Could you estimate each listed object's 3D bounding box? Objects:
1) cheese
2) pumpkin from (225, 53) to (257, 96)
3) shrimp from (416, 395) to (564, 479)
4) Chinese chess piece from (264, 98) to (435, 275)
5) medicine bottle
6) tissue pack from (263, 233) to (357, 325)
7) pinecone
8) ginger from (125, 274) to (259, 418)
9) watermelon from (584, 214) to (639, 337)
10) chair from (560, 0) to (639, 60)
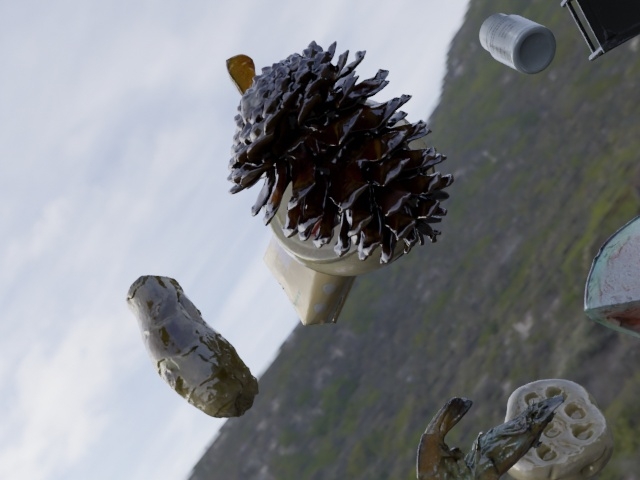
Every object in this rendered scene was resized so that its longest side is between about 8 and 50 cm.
[{"bbox_3d":[0.450,0.375,2.264,0.235,0.218,0.117,-49,-34,-29],"label":"cheese"},{"bbox_3d":[-0.033,-0.228,2.228,0.095,0.290,0.258,-52,-13,16],"label":"pumpkin"},{"bbox_3d":[0.251,0.286,1.781,0.296,0.169,0.058,-38,26,-27],"label":"shrimp"},{"bbox_3d":[0.037,-0.074,1.645,0.103,0.250,0.250,15,-66,-53],"label":"Chinese chess piece"},{"bbox_3d":[0.312,-0.318,1.896,0.080,0.080,0.130,-54,29,6],"label":"medicine bottle"},{"bbox_3d":[0.000,0.000,1.888,0.090,0.186,0.222,-3,-47,-31],"label":"tissue pack"},{"bbox_3d":[0.026,-0.092,1.413,0.246,0.292,0.246,-49,8,9],"label":"pinecone"},{"bbox_3d":[-0.203,0.167,1.818,0.116,0.263,0.109,-40,-24,1],"label":"ginger"},{"bbox_3d":[0.575,0.062,1.955,0.180,0.305,0.224,-87,-14,-72],"label":"watermelon"},{"bbox_3d":[0.526,-0.422,2.078,0.154,0.141,0.260,-28,-1,4],"label":"chair"}]
